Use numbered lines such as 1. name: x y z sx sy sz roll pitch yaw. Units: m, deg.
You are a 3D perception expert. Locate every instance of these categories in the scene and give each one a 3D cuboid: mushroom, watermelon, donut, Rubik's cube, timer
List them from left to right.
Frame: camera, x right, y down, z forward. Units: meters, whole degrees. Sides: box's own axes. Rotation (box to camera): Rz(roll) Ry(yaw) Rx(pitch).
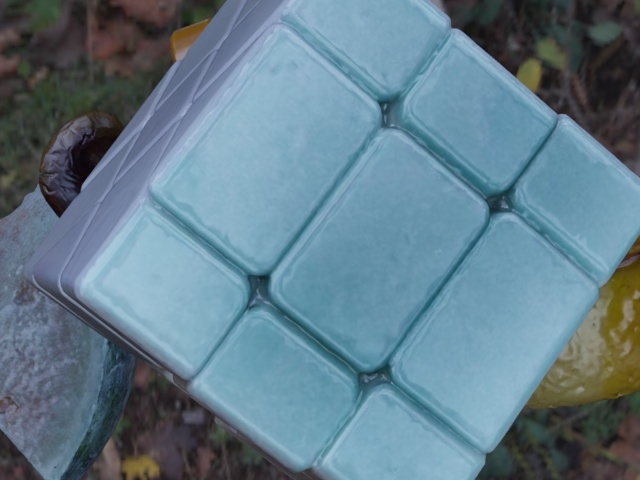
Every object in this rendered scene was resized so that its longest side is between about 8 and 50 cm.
1. watermelon: -0.344 0.090 1.898 0.258 0.228 0.387 2 91 1
2. mushroom: -0.219 -0.067 1.558 0.052 0.123 0.123 13 52 37
3. timer: -0.093 -0.240 2.008 0.152 0.132 0.132 -27 59 17
4. Rubik's cube: 0.000 0.000 1.224 0.316 0.319 0.322 37 81 -15
5. donut: 0.214 0.057 1.600 0.435 0.163 0.377 -2 15 34
